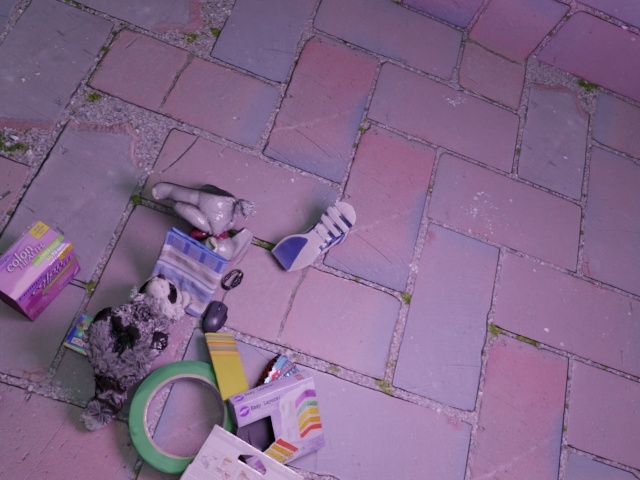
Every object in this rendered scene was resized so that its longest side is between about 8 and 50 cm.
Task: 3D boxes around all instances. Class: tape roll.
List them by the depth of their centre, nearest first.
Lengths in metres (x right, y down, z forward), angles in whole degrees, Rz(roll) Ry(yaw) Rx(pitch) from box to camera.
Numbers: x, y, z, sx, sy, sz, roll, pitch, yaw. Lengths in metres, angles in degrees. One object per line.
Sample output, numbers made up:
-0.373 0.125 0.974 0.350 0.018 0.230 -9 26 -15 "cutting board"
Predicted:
-0.398 0.521 1.714 0.322 0.077 0.320 5 67 -13 "tape roll"

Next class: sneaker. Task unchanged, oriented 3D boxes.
-0.146 0.484 1.782 0.125 0.104 0.261 34 67 -5 "sneaker"
0.001 -0.001 2.009 0.316 0.182 0.127 -36 78 5 "sneaker"

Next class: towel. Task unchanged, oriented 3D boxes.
-0.285 0.384 1.766 0.102 0.021 0.237 10 41 -38 "towel"
-0.415 0.105 1.776 0.209 0.285 0.034 31 39 -2 "towel"

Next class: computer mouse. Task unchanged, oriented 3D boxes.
-0.315 0.194 1.888 0.071 0.041 0.242 25 64 -3 "computer mouse"

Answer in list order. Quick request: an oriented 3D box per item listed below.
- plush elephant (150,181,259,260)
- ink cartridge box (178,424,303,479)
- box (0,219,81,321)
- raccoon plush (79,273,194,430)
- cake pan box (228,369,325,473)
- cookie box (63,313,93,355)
-0.357 -0.033 1.877 0.330 0.272 0.255 18 102 27 "plush elephant"
-0.237 0.693 1.603 0.296 0.066 0.261 32 79 -2 "ink cartridge box"
-0.826 0.093 1.681 0.117 0.243 0.213 34 63 1 "box"
-0.562 0.296 1.707 0.216 0.299 0.446 39 108 -4 "raccoon plush"
-0.130 0.540 1.712 0.267 0.070 0.245 -14 103 -24 "cake pan box"
-0.704 0.289 1.745 0.092 0.040 0.107 27 65 -4 "cookie box"
